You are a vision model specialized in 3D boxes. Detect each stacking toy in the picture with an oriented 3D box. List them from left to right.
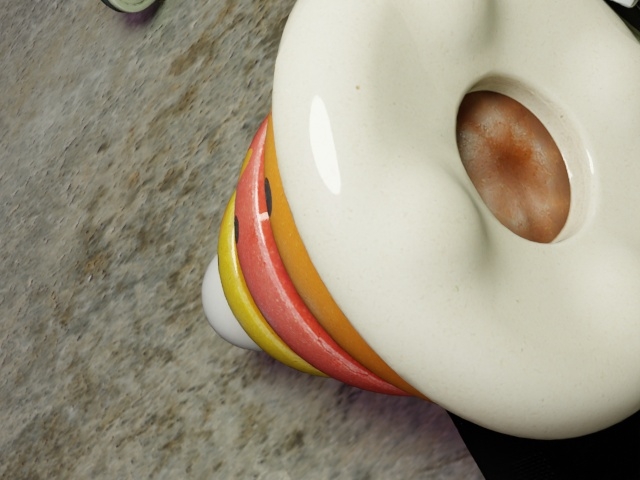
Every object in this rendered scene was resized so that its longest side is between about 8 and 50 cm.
[{"bbox_3d":[0.026,0.012,0.732,0.480,0.350,0.350,-32,58,53],"label":"stacking toy"}]

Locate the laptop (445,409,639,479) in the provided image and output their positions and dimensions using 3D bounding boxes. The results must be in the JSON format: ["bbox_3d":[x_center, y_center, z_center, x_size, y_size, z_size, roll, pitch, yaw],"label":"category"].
[{"bbox_3d":[0.314,0.067,0.761,0.382,0.236,0.408,-30,90,25],"label":"laptop"}]

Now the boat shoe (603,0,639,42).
[{"bbox_3d":[0.277,-0.244,0.834,0.073,0.080,0.223,-43,50,19],"label":"boat shoe"}]

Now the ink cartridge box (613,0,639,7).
[{"bbox_3d":[0.161,-0.347,0.760,0.307,0.303,0.072,26,137,6],"label":"ink cartridge box"}]

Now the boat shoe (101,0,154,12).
[{"bbox_3d":[-0.278,-0.462,1.253,0.113,0.127,0.340,-8,71,34],"label":"boat shoe"}]
